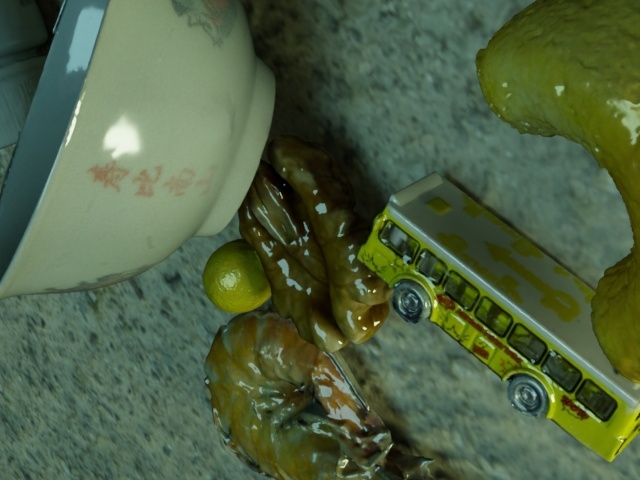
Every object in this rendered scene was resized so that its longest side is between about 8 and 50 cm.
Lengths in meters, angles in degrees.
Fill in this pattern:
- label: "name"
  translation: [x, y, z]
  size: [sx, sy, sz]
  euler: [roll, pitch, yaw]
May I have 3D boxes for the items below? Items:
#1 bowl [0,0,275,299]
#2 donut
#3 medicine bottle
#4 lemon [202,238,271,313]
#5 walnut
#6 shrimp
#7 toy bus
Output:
- label: "bowl"
  translation: [-0.132, -0.093, 0.911]
  size: [0.157, 0.346, 0.345]
  euler: [18, 140, -18]
- label: "donut"
  translation: [0.193, -0.042, 0.663]
  size: [0.259, 0.101, 0.152]
  euler: [65, 158, 3]
- label: "medicine bottle"
  translation: [-0.330, -0.205, 1.102]
  size: [0.144, 0.144, 0.252]
  euler: [-12, 102, 48]
- label: "lemon"
  translation: [-0.067, 0.029, 1.024]
  size: [0.083, 0.062, 0.062]
  euler: [-40, 81, 35]
- label: "walnut"
  translation: [0.000, 0.000, 0.934]
  size: [0.143, 0.069, 0.170]
  euler: [-24, 91, 52]
- label: "shrimp"
  translation: [0.011, 0.154, 1.015]
  size: [0.317, 0.062, 0.164]
  euler: [22, 123, 40]
- label: "toy bus"
  translation: [0.130, 0.051, 0.818]
  size: [0.226, 0.081, 0.074]
  euler: [41, 134, 22]
